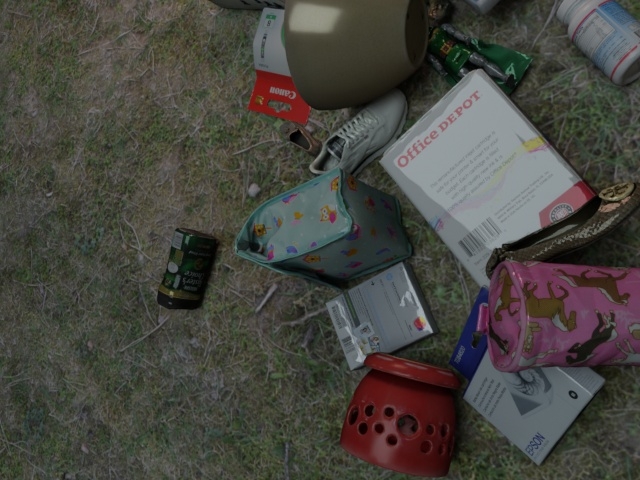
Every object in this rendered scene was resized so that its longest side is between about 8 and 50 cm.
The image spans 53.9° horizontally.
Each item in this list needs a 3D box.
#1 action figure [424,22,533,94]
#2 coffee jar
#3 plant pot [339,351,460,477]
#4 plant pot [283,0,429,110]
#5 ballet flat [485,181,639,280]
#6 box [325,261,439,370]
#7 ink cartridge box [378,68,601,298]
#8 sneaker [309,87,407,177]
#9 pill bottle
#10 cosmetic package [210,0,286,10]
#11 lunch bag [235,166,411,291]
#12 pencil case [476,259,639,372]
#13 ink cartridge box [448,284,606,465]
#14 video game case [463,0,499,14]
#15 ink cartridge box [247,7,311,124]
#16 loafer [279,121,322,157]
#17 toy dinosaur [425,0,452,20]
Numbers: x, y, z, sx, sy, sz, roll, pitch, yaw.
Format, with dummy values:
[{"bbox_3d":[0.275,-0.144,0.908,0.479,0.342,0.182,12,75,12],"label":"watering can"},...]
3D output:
[{"bbox_3d":[0.255,-0.333,1.154,0.232,0.063,0.137,48,113,31],"label":"action figure"},{"bbox_3d":[-0.308,0.069,1.441,0.079,0.096,0.184,20,96,35],"label":"coffee jar"},{"bbox_3d":[0.143,0.290,1.079,0.191,0.191,0.174,9,80,33],"label":"plant pot"},{"bbox_3d":[0.087,-0.377,1.142,0.190,0.284,0.284,8,88,26],"label":"plant pot"},{"bbox_3d":[0.342,-0.013,0.898,0.250,0.084,0.058,-36,93,28],"label":"ballet flat"},{"bbox_3d":[0.113,0.146,1.198,0.186,0.038,0.145,-32,69,27],"label":"box"},{"bbox_3d":[0.284,-0.089,1.033,0.226,0.131,0.306,-41,75,23],"label":"ink cartridge box"},{"bbox_3d":[0.076,-0.203,1.230,0.235,0.094,0.090,-50,60,15],"label":"sneaker"},{"bbox_3d":[0.456,-0.330,1.006,0.087,0.087,0.160,-43,64,21],"label":"pill bottle"},{"bbox_3d":[-0.169,-0.565,1.426,0.239,0.099,0.061,18,93,33],"label":"cosmetic package"},{"bbox_3d":[0.000,0.000,1.176,0.262,0.223,0.160,-26,64,28],"label":"lunch bag"},{"bbox_3d":[0.415,0.102,0.841,0.386,0.167,0.160,1,43,-3],"label":"pencil case"},{"bbox_3d":[0.301,0.216,0.993,0.224,0.045,0.223,41,144,29],"label":"ink cartridge box"},{"bbox_3d":[0.312,-0.593,1.109,0.329,0.036,0.300,-44,56,10],"label":"video game case"},{"bbox_3d":[-0.078,-0.385,1.375,0.181,0.056,0.225,21,94,33],"label":"ink cartridge box"},{"bbox_3d":[-0.048,-0.221,1.342,0.125,0.039,0.045,39,106,29],"label":"loafer"},{"bbox_3d":[0.182,-0.519,1.224,0.118,0.064,0.268,-16,72,25],"label":"toy dinosaur"}]
